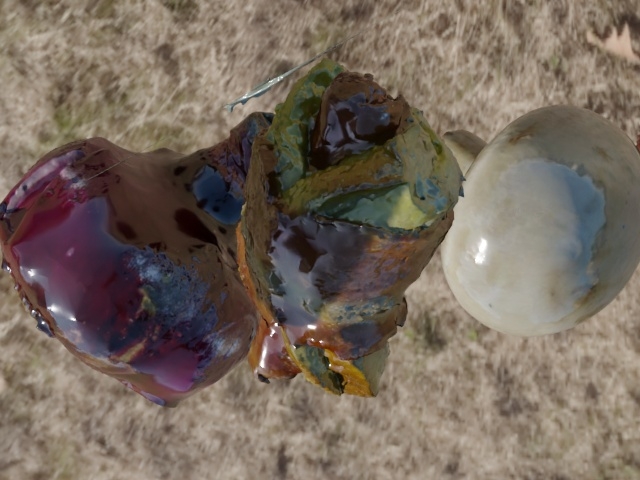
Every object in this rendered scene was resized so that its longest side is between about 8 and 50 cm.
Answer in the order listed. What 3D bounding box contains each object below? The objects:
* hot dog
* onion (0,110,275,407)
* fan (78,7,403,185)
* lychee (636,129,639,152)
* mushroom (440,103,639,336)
[{"bbox_3d":[0.000,0.000,0.609,0.103,0.146,0.213,-6,124,-37],"label":"hot dog"},{"bbox_3d":[-0.203,-0.011,1.429,0.420,0.398,0.398,-44,110,-6],"label":"onion"},{"bbox_3d":[-0.080,-0.158,1.132,0.415,0.233,0.012,-31,98,-13],"label":"fan"},{"bbox_3d":[0.593,-0.112,1.486,0.300,0.264,0.264,27,127,-29],"label":"lychee"},{"bbox_3d":[0.176,-0.030,0.914,0.215,0.207,0.207,39,139,41],"label":"mushroom"}]
